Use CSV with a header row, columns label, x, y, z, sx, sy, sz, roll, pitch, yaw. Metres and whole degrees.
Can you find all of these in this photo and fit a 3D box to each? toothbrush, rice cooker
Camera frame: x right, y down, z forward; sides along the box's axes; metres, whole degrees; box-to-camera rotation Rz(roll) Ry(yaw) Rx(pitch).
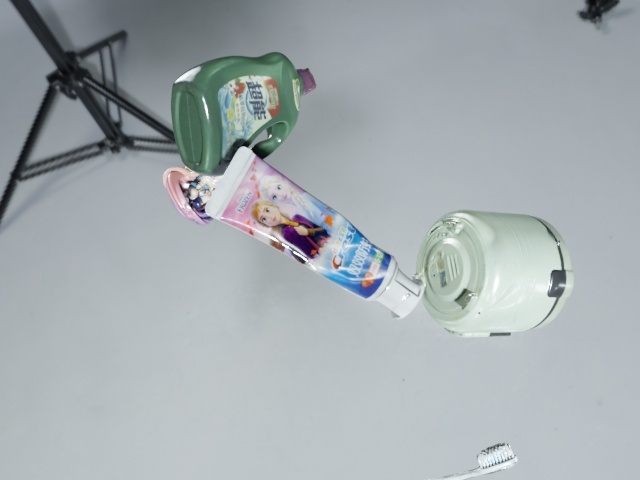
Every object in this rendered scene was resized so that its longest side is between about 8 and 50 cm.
label,x,y,z,sx,sy,sz,roll,pitch,yaw
toothbrush,0.096,0.303,0.819,0.288,0.024,0.026,-23,89,9
rice cooker,0.304,0.058,1.200,0.244,0.226,0.226,-1,59,-31

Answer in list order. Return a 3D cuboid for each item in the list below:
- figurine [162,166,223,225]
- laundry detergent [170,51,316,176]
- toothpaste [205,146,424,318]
label,x,y,z,sx,sy,sz,roll,pitch,yaw
figurine,-0.219,-0.115,1.269,0.157,0.126,0.114,-60,37,11
laundry detergent,-0.085,-0.170,0.880,0.078,0.144,0.221,18,32,36
toothpaste,0.000,0.000,0.781,0.266,0.061,0.096,34,60,-15
